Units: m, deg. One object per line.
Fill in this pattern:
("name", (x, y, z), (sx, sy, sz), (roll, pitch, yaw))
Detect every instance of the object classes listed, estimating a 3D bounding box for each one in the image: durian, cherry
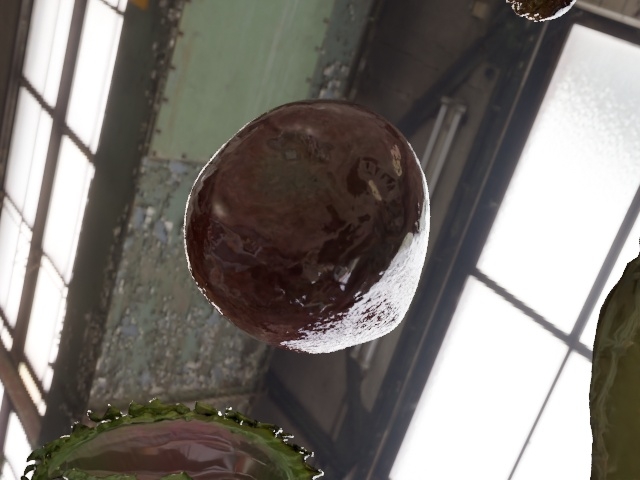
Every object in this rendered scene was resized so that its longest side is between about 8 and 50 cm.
("durian", (-0.092, 0.171, 0.529), (0.220, 0.096, 0.137), (12, -156, 27))
("cherry", (-0.008, -0.007, 0.794), (0.206, 0.239, 0.239), (29, -156, 19))

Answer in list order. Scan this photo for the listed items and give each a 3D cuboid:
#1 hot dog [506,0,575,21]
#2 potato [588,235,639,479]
("hot dog", (0.334, -0.395, 1.077), (0.122, 0.196, 0.272), (41, -119, 4))
("potato", (0.242, 0.099, 0.291), (0.242, 0.242, 0.285), (6, -138, -28))
